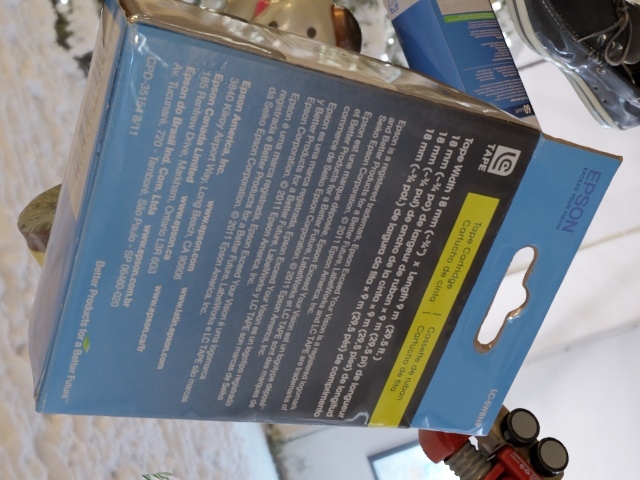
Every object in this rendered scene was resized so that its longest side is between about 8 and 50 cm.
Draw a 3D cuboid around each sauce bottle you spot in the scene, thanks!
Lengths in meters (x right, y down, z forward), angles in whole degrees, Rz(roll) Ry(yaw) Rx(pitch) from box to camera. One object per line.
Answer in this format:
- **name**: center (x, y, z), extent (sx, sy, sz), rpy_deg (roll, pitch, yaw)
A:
- **sauce bottle**: center (-0.271, 0.086, 1.040), extent (0.111, 0.111, 0.344), rpy_deg (-110, -178, -56)

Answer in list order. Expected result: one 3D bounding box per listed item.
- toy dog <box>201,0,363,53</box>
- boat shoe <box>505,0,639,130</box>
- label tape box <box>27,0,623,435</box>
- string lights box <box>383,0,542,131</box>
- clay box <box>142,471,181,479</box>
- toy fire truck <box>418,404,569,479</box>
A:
- **toy dog**: center (-0.083, -0.440, 1.589), extent (0.395, 0.284, 0.408), rpy_deg (52, 10, -44)
- **boat shoe**: center (0.471, -0.360, 1.352), extent (0.500, 0.156, 0.187), rpy_deg (34, 62, -37)
- **label tape box**: center (0.000, 0.000, 0.533), extent (0.106, 0.334, 0.240), rpy_deg (53, -52, 56)
- **string lights box**: center (0.194, -0.227, 1.060), extent (0.077, 0.133, 0.259), rpy_deg (-24, -94, 49)
- **clay box**: center (-0.190, 0.447, 1.204), extent (0.222, 0.053, 0.127), rpy_deg (40, -4, 18)
- **toy fire truck**: center (0.224, 0.365, 1.239), extent (0.217, 0.246, 0.158), rpy_deg (46, -33, 12)
